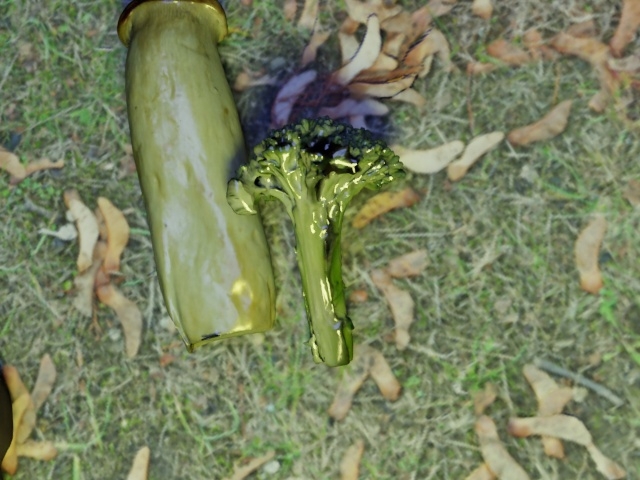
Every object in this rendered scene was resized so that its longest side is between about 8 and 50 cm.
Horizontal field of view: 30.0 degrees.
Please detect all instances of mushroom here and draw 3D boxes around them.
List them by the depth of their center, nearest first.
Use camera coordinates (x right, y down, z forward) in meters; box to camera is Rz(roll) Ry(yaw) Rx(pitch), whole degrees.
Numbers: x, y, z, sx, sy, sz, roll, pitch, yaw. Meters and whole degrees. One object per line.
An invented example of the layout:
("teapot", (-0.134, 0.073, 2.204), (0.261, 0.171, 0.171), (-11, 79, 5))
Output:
("mushroom", (-0.108, -0.065, 1.013), (0.100, 0.081, 0.312), (-14, 79, 17))

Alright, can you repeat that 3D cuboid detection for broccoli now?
("broccoli", (0.002, 0.000, 0.967), (0.118, 0.122, 0.204), (8, 103, 46))

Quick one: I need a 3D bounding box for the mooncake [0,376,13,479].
("mooncake", (-0.382, 0.184, 1.019), (0.245, 0.133, 0.245), (-2, 81, 15))
